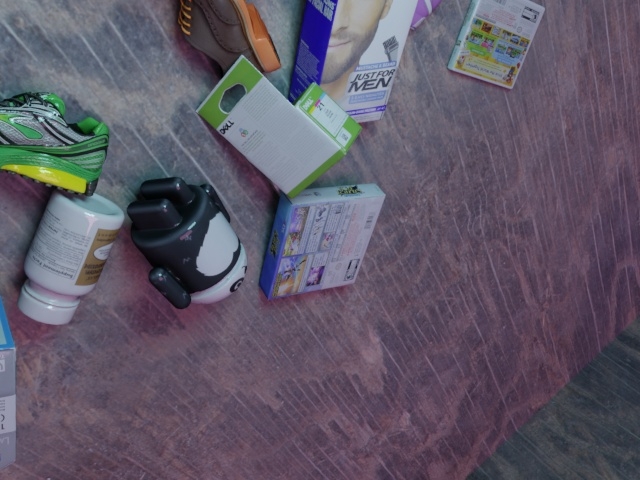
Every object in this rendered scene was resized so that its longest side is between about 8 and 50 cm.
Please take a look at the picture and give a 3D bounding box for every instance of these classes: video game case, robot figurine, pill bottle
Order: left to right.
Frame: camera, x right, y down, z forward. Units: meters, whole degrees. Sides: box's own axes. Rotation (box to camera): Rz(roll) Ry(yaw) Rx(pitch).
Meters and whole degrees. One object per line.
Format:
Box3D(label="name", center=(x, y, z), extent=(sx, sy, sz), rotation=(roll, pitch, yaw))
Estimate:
Box3D(label="pill bottle", center=(-0.456, 0.029, 1.200), extent=(0.131, 0.131, 0.229), rotation=(17, 106, -40))
Box3D(label="robot figurine", center=(-0.253, 0.003, 1.298), extent=(0.209, 0.173, 0.278), rotation=(-38, 131, -11))
Box3D(label="video game case", center=(0.000, 0.000, 1.519), extent=(0.244, 0.061, 0.270), rotation=(-8, 132, -32))
Box3D(label="video game case", center=(0.421, -0.484, 1.585), extent=(0.227, 0.026, 0.206), rotation=(4, 113, -38))

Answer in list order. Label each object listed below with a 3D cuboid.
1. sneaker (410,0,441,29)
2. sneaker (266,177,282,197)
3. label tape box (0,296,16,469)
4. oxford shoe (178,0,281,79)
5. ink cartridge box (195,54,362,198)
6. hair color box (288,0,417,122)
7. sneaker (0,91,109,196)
Box3D(label="sneaker", center=(0.142, -0.528, 1.315), extent=(0.161, 0.102, 0.282), rotation=(-51, 133, 5))
Box3D(label="sneaker", center=(-0.075, -0.152, 1.408), extent=(0.084, 0.058, 0.152), rotation=(-37, 136, -4))
Box3D(label="label tape box", center=(-0.604, 0.267, 1.156), extent=(0.115, 0.249, 0.348), rotation=(-7, 119, -32))
Box3D(label="oxford shoe", center=(-0.188, -0.391, 1.113), extent=(0.132, 0.130, 0.364), rotation=(-24, 145, 8))
Box3D(label="ink cartridge box", center=(-0.079, -0.229, 1.269), extent=(0.255, 0.189, 0.097), rotation=(42, 46, -12))
Box3D(label="hair color box", center=(0.063, -0.387, 1.279), extent=(0.185, 0.110, 0.339), rotation=(-14, 138, -28))
Box3D(label="sneaker", center=(-0.502, -0.186, 1.061), extent=(0.343, 0.134, 0.146), rotation=(16, 100, -49))
